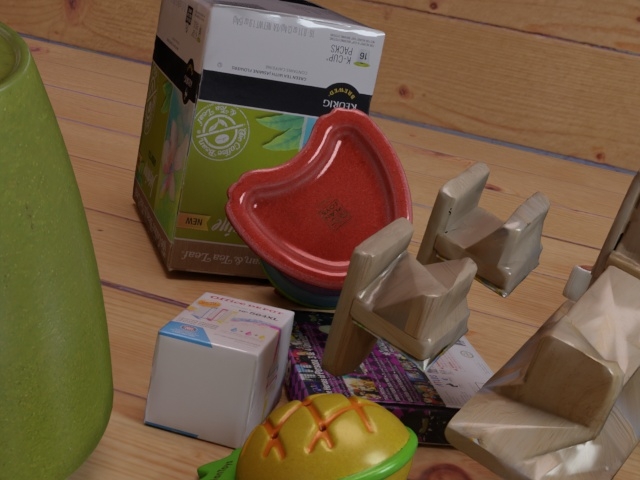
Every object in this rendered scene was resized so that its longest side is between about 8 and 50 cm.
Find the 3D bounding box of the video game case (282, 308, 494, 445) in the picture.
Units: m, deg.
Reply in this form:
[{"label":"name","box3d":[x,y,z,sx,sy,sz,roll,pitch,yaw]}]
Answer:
[{"label":"video game case","box3d":[0.066,0.132,1.175,0.210,0.041,0.232,6,16,-13]}]

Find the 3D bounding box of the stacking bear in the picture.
[{"label":"stacking bear","box3d":[0.000,0.000,1.292,0.164,0.175,0.289,51,-12,6]}]

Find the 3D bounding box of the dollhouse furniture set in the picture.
[{"label":"dollhouse furniture set","box3d":[0.245,0.120,1.035,0.362,0.256,0.394,31,39,21]}]

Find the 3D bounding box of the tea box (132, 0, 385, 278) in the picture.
[{"label":"tea box","box3d":[-0.095,-0.148,1.537,0.220,0.323,0.329,5,15,-18]}]

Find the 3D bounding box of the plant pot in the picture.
[{"label":"plant pot","box3d":[-0.271,-0.002,0.830,0.275,0.293,0.274,8,35,-6]}]

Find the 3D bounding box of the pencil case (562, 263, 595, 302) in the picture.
[{"label":"pencil case","box3d":[0.493,0.059,1.486,0.410,0.160,0.183,-6,37,-44]}]

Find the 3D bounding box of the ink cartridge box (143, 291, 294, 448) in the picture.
[{"label":"ink cartridge box","box3d":[-0.085,0.109,1.070,0.092,0.089,0.143,13,16,10]}]

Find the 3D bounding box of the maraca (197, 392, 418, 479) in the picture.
[{"label":"maraca","box3d":[-0.017,0.170,0.901,0.186,0.099,0.127,-12,7,18]}]
